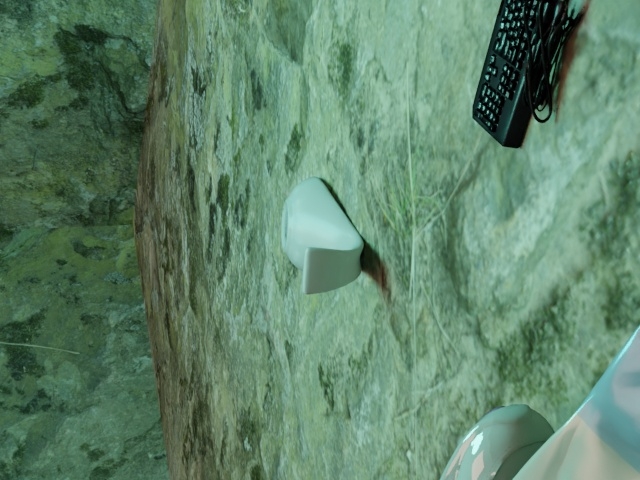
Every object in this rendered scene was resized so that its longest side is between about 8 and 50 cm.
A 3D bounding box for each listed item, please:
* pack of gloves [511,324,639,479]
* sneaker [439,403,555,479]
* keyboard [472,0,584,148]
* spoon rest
[{"bbox_3d":[0.224,0.139,0.377,0.195,0.046,0.232,48,127,34],"label":"pack of gloves"},{"bbox_3d":[0.166,0.265,0.519,0.152,0.114,0.305,16,116,60],"label":"sneaker"},{"bbox_3d":[0.154,-0.167,0.561,0.100,0.038,0.192,-123,36,-52],"label":"keyboard"},{"bbox_3d":[0.000,0.000,0.946,0.276,0.084,0.137,-116,30,-71],"label":"spoon rest"}]
